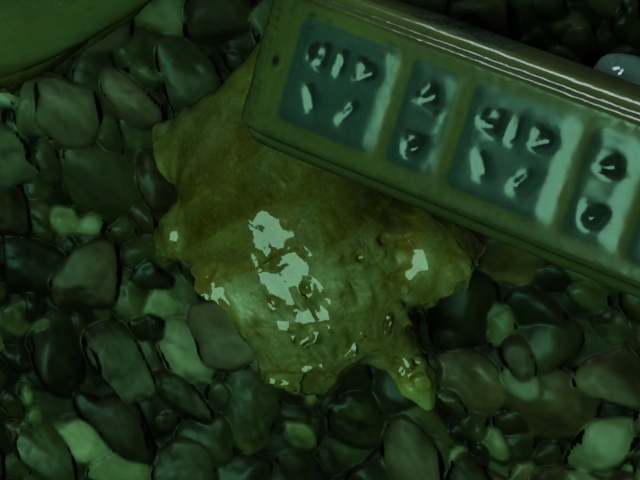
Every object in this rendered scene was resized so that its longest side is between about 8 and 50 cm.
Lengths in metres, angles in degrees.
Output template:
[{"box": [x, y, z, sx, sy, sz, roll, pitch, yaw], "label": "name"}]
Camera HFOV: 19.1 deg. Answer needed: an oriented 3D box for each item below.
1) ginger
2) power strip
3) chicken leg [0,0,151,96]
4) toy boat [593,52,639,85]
[{"box": [0.000, 0.000, 1.022, 0.157, 0.102, 0.216, -33, 88, 2], "label": "ginger"}, {"box": [0.138, -0.027, 0.888, 0.387, 0.066, 0.092, 22, 107, 19], "label": "power strip"}, {"box": [-0.080, -0.183, 0.976, 0.429, 0.153, 0.201, -13, 117, 21], "label": "chicken leg"}, {"box": [0.233, -0.020, 0.916, 0.155, 0.085, 0.227, -38, 91, 30], "label": "toy boat"}]
